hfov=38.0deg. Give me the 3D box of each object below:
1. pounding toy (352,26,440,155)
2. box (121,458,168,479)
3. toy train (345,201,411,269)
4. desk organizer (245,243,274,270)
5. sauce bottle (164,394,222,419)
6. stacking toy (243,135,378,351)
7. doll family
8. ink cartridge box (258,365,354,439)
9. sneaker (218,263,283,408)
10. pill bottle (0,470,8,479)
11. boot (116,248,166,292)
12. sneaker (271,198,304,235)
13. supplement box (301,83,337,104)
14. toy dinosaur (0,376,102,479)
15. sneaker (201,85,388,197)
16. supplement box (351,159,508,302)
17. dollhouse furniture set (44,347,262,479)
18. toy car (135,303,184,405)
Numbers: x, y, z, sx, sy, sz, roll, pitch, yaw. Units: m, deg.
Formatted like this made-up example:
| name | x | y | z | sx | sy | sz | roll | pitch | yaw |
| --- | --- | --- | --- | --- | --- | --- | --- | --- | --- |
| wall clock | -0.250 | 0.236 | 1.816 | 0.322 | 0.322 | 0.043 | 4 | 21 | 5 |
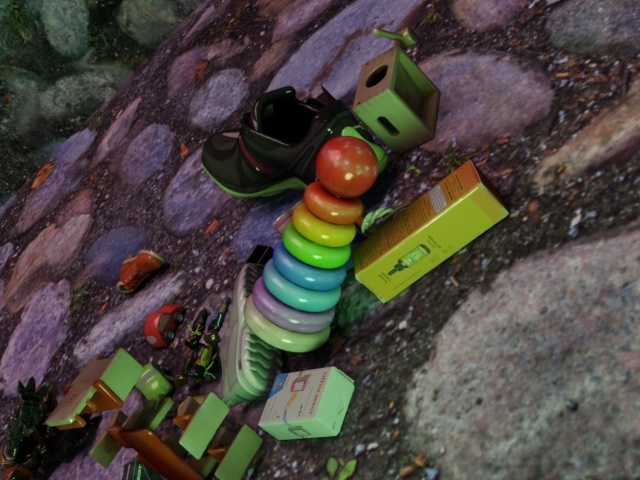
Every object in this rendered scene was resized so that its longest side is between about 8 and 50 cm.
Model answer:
| name | x | y | z | sx | sy | sz | roll | pitch | yaw |
| --- | --- | --- | --- | --- | --- | --- | --- | --- | --- |
| pounding toy | 0.119 | -0.287 | 1.634 | 0.094 | 0.181 | 0.206 | -25 | 37 | 36 |
| box | -0.217 | 0.394 | 1.301 | 0.029 | 0.162 | 0.116 | -34 | 33 | 24 |
| toy train | 0.055 | -0.020 | 1.505 | 0.248 | 0.105 | 0.143 | -34 | 19 | 23 |
| desk organizer | -0.074 | 0.041 | 1.636 | 0.130 | 0.050 | 0.047 | 6 | 60 | 55 |
| sauce bottle | -0.215 | 0.283 | 1.552 | 0.128 | 0.042 | 0.042 | -20 | 40 | 44 |
| stacking toy | 0.000 | 0.000 | 1.370 | 0.141 | 0.141 | 0.330 | -109 | 37 | -57 |
| doll family | -0.200 | 0.178 | 1.581 | 0.111 | 0.076 | 0.192 | -66 | -11 | -61 |
| ink cartridge box | -0.020 | 0.235 | 1.338 | 0.123 | 0.052 | 0.088 | -15 | 43 | 42 |
| sneaker | -0.128 | 0.149 | 1.529 | 0.115 | 0.105 | 0.281 | -39 | 28 | 28 |
| pill bottle | -0.668 | 0.535 | 1.784 | 0.180 | 0.108 | 0.108 | -44 | 30 | 7 |
| boot | -0.392 | 0.070 | 2.024 | 0.158 | 0.059 | 0.084 | -23 | 41 | 51 |
| sneaker | -0.037 | -0.028 | 1.682 | 0.051 | 0.070 | 0.134 | -45 | -1 | 23 |
| supplement box | -0.010 | -0.271 | 1.913 | 0.083 | 0.055 | 0.043 | -39 | 31 | 14 |
| toy dinosaur | -0.545 | 0.395 | 1.797 | 0.218 | 0.164 | 0.321 | -49 | 45 | 29 |
| sneaker | -0.069 | -0.192 | 1.724 | 0.483 | 0.202 | 0.185 | 4 | 40 | 50 |
| supplement box | 0.156 | -0.011 | 1.370 | 0.233 | 0.078 | 0.080 | -38 | 31 | 16 |
| dollhouse furniture set | -0.267 | 0.296 | 1.387 | 0.262 | 0.259 | 0.135 | -18 | 32 | 44 |
| toy car | -0.331 | 0.234 | 1.747 | 0.239 | 0.053 | 0.225 | -49 | 29 | -1 |
